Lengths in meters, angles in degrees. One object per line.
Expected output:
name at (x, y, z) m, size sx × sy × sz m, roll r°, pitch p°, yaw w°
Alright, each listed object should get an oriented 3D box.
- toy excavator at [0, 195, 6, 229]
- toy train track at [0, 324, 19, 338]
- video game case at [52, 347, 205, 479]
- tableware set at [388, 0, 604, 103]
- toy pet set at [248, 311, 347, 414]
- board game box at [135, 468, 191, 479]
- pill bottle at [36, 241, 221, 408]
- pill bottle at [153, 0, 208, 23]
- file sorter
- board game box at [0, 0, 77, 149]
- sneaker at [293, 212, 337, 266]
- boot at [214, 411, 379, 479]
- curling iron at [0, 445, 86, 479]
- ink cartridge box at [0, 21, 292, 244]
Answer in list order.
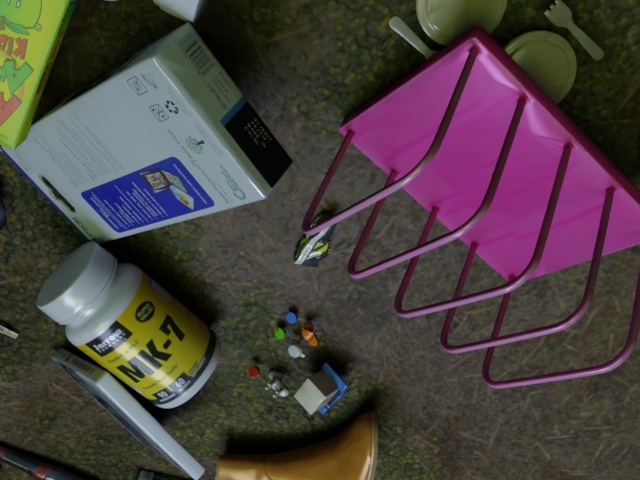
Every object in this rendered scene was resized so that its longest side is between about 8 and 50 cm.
toy excavator at (-0.663, -0.027, 0.850) m, size 0.445 × 0.222 × 0.433 m, roll 43°, pitch 119°, yaw -6°
toy train track at (-0.451, 0.109, 1.009) m, size 0.083 × 0.014 × 0.048 m, roll 32°, pitch 114°, yaw -22°
video game case at (-0.261, 0.231, 1.000) m, size 0.183 × 0.023 × 0.201 m, roll 5°, pitch 138°, yaw 54°
tableware set at (0.170, -0.201, 0.725) m, size 0.194 × 0.039 × 0.128 m, roll 37°, pitch 110°, yaw -24°
toy pet set at (-0.016, 0.166, 0.990) m, size 0.114 × 0.065 × 0.122 m, roll 45°, pitch 120°, yaw 18°
board game box at (-0.252, 0.483, 1.230) m, size 0.136 × 0.030 × 0.259 m, roll 14°, pitch 124°, yaw -1°
pill bottle at (-0.233, 0.104, 0.909) m, size 0.119 × 0.119 × 0.208 m, roll -31°, pitch 121°, yaw 23°
pill bottle at (-0.210, -0.303, 0.619) m, size 0.278 × 0.162 × 0.162 m, roll 24°, pitch 123°, yaw -10°
file sorter at (0.157, -0.009, 0.728) m, size 0.291 × 0.182 × 0.202 m, roll 39°, pitch 144°, yaw -19°
board game box at (-0.306, -0.189, 0.716) m, size 0.092 × 0.043 × 0.181 m, roll 24°, pitch 110°, yaw -14°
sneaker at (0.000, 0.000, 0.883) m, size 0.035 × 0.031 × 0.083 m, roll 22°, pitch 128°, yaw -25°
boot at (-0.043, 0.334, 1.064) m, size 0.211 × 0.104 × 0.295 m, roll 14°, pitch 128°, yaw -4°
curling iron at (-0.434, 0.374, 1.171) m, size 0.274 × 0.035 × 0.068 m, roll 20°, pitch 128°, yaw -7°
ink cartridge box at (-0.195, -0.091, 0.771) m, size 0.333 × 0.065 × 0.165 m, roll -11°, pitch 126°, yaw 43°
